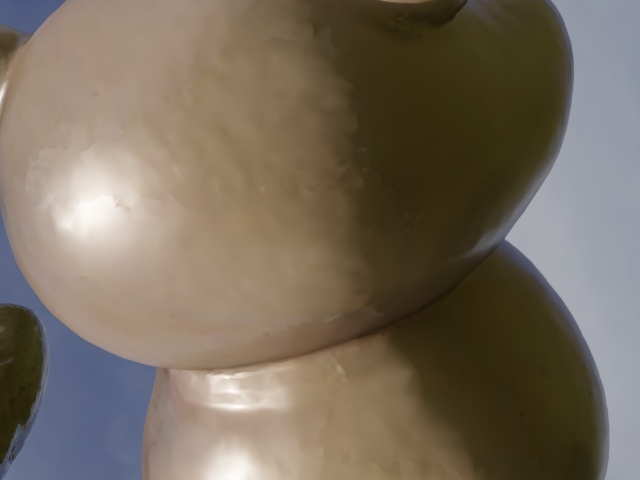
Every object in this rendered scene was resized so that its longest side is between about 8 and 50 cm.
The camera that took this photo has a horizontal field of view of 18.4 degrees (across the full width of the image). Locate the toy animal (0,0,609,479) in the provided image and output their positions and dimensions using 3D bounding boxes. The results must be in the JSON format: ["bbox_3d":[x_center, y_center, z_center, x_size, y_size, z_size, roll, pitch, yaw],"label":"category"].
[{"bbox_3d":[-0.006,0.012,0.695,0.229,0.210,0.221,24,-121,-62],"label":"toy animal"}]

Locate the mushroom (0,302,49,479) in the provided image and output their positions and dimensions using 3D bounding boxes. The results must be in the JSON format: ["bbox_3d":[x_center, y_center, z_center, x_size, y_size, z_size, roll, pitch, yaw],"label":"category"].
[{"bbox_3d":[-0.287,0.145,1.200,0.286,0.151,0.156,-20,-39,-9],"label":"mushroom"}]
